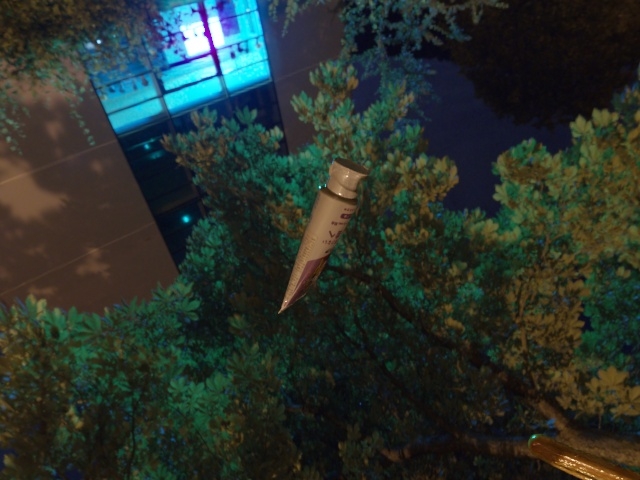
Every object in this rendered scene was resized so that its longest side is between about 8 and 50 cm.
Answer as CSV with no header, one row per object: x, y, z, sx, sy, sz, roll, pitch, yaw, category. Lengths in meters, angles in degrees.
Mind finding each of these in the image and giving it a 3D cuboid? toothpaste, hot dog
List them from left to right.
0.000,0.000,0.792,0.073,0.299,0.114,29,-156,14,toothpaste
0.331,0.280,0.546,0.137,0.044,0.028,15,-148,18,hot dog
